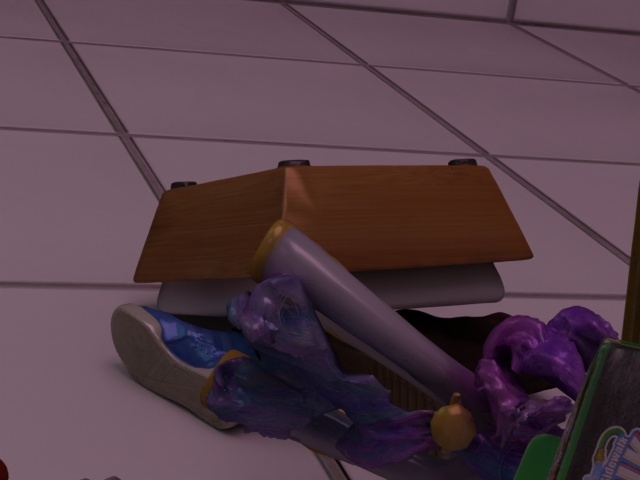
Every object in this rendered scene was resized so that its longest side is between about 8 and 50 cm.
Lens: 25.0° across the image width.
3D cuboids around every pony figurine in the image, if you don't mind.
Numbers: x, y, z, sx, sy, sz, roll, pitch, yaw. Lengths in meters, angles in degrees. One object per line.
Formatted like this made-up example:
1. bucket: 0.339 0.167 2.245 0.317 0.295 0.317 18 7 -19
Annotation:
1. pony figurine: 0.114 0.128 0.801 0.363 0.302 0.351 31 -4 11

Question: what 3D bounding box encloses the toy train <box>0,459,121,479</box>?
1. toy train: -0.220 0.163 0.822 0.248 0.105 0.143 -9 12 -42

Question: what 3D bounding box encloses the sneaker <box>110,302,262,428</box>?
1. sneaker: -0.090 0.088 1.132 0.152 0.058 0.085 28 32 34

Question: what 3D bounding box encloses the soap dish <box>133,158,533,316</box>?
1. soap dish: 0.000 0.000 1.204 0.229 0.118 0.291 -2 -2 -28

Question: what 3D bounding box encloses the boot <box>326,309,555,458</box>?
1. boot: 0.130 0.109 1.126 0.207 0.090 0.248 -5 20 -30

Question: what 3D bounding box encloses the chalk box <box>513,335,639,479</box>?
1. chalk box: 0.154 0.123 0.496 0.213 0.132 0.132 10 -17 45

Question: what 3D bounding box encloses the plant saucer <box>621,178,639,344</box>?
1. plant saucer: 0.296 0.092 0.900 0.081 0.332 0.333 -13 27 -28
